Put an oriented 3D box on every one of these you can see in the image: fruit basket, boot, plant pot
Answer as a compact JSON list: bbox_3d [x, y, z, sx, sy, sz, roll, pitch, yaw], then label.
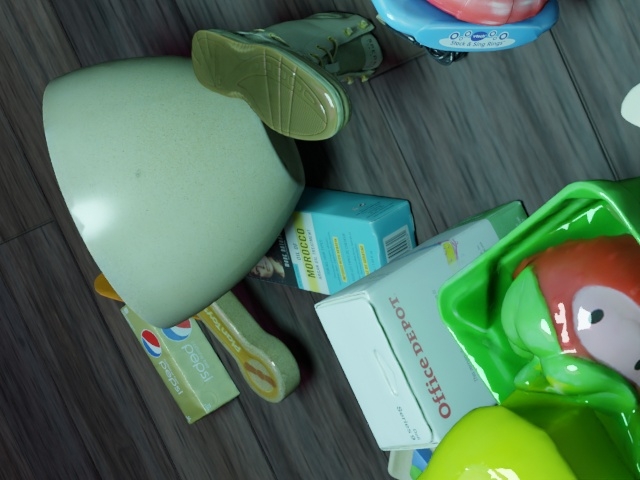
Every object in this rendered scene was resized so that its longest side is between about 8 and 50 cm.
[{"bbox_3d":[0.224,0.162,1.107,0.392,0.392,0.283,56,143,7],"label":"fruit basket"},{"bbox_3d":[-0.001,-0.163,1.324,0.213,0.165,0.077,30,126,45],"label":"boot"},{"bbox_3d":[-0.128,-0.077,1.435,0.191,0.284,0.284,-24,95,11],"label":"plant pot"}]

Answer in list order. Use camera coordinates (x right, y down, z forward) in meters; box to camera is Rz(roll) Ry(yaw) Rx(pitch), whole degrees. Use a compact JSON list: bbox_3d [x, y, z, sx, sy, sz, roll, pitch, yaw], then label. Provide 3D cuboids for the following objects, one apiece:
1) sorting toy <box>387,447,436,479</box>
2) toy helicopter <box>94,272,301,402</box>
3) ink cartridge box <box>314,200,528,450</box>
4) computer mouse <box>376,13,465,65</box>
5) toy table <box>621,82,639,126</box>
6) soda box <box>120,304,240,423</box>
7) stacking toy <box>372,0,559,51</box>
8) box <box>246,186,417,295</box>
[{"bbox_3d":[0.158,0.250,1.516,0.208,0.038,0.193,34,136,32],"label":"sorting toy"},{"bbox_3d":[-0.156,0.059,1.691,0.355,0.140,0.235,49,144,12],"label":"toy helicopter"},{"bbox_3d":[0.122,0.078,1.298,0.093,0.212,0.154,-19,98,54],"label":"ink cartridge box"},{"bbox_3d":[0.095,-0.259,1.256,0.106,0.042,0.193,40,145,33],"label":"computer mouse"},{"bbox_3d":[0.337,-0.097,0.922,0.274,0.252,0.161,41,125,41],"label":"toy table"},{"bbox_3d":[-0.185,0.146,1.839,0.181,0.061,0.058,58,143,4],"label":"soda box"},{"bbox_3d":[0.153,-0.289,1.027,0.302,0.175,0.165,-52,50,51],"label":"stacking toy"},{"bbox_3d":[0.000,0.000,1.522,0.244,0.060,0.100,9,120,47],"label":"box"}]
